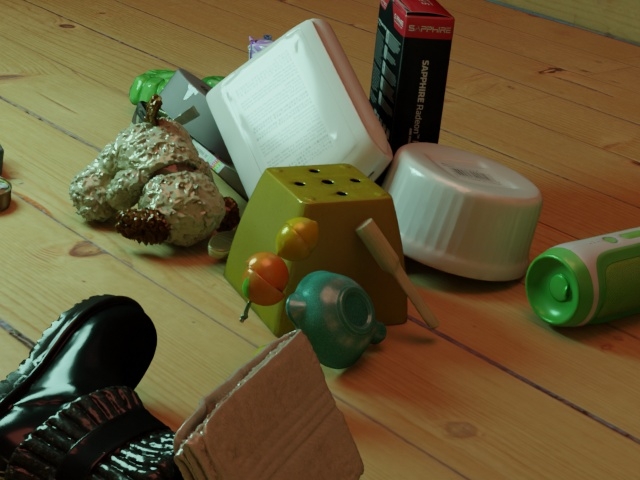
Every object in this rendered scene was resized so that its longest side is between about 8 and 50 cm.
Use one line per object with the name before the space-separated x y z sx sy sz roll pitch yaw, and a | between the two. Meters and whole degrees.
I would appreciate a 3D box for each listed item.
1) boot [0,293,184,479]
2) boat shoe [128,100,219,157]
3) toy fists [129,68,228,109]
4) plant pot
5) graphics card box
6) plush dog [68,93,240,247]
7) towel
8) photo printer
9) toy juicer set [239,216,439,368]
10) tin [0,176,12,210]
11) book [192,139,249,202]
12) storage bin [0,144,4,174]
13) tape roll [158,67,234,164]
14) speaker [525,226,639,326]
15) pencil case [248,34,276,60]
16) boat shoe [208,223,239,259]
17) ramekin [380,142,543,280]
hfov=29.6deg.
boot | -0.201 0.192 1.304 0.260 0.131 0.348 9 33 22
boat shoe | -0.281 -0.209 2.305 0.223 0.073 0.080 24 28 35
toy fists | -0.255 -0.301 2.504 0.279 0.096 0.142 6 24 -6
plant pot | 0.000 0.000 1.752 0.212 0.187 0.212 -5 25 -26
graphics card box | 0.148 -0.245 2.137 0.094 0.371 0.233 2 22 -10
plush dog | -0.238 -0.086 1.923 0.262 0.210 0.225 -10 52 -36
towel | -0.047 0.223 1.241 0.049 0.187 0.282 -19 8 28
photo printer | -0.032 -0.177 1.995 0.107 0.256 0.307 26 34 -57
toy juicer set | 0.007 0.068 1.605 0.089 0.209 0.329 -24 -4 42
tin | -0.593 -0.073 1.945 0.190 0.040 0.106 -4 29 -25
book | -0.170 -0.124 2.124 0.096 0.035 0.144 40 0 -36
storage bin | -0.608 -0.154 2.070 0.135 0.098 0.091 -11 39 -37
tape roll | -0.195 -0.223 2.229 0.219 0.072 0.219 38 9 -7
speaker | 0.453 0.050 1.841 0.297 0.131 0.131 -11 29 -36
pencil case | -0.117 -0.303 2.413 0.088 0.206 0.086 4 16 -22
boat shoe | -0.133 0.010 1.870 0.050 0.045 0.135 24 23 20
ramekin | 0.223 -0.054 1.953 0.277 0.135 0.277 15 20 -6
